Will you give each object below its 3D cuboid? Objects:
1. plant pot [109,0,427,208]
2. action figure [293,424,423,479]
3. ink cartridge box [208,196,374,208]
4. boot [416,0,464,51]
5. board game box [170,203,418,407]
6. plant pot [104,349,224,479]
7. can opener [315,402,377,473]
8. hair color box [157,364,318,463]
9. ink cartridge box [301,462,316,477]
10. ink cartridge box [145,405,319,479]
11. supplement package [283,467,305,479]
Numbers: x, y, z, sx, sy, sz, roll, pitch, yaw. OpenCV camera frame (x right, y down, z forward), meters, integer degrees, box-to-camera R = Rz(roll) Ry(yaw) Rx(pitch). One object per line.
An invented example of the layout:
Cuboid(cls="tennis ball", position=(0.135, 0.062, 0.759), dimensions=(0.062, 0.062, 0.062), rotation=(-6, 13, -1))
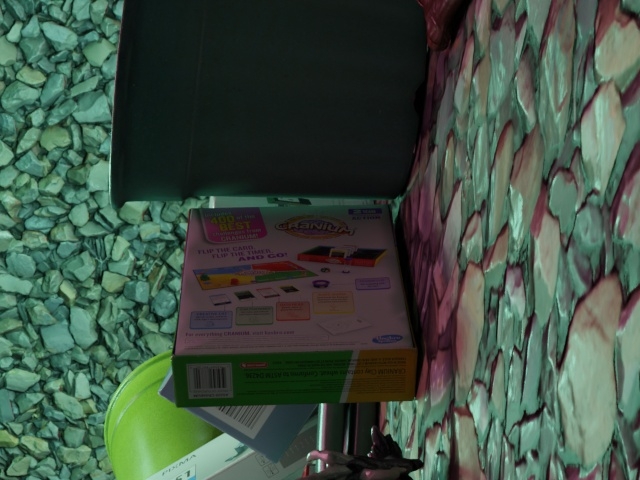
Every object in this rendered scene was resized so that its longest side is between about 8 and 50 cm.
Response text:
Cuboid(cls="plant pot", position=(-0.060, -0.188, 1.553), dimensions=(0.341, 0.334, 0.341), rotation=(-174, 90, -84))
Cuboid(cls="action figure", position=(0.038, 0.244, 1.082), dimensions=(0.276, 0.141, 0.164), rotation=(178, 87, -83))
Cuboid(cls="ink cartridge box", position=(-0.045, 0.017, 1.771), dimensions=(0.092, 0.219, 0.160), rotation=(-100, 16, -69))
Cuboid(cls="boot", position=(0.120, -0.255, 1.291), dimensions=(0.114, 0.037, 0.106), rotation=(100, 161, -66))
Cuboid(cls="board game box", position=(-0.030, 0.060, 1.434), dimensions=(0.316, 0.242, 0.064), rotation=(-93, 2, -62))
Cuboid(cls="plant pot", position=(-0.200, 0.427, 2.369), dimensions=(0.353, 0.366, 0.366), rotation=(-110, 26, -65))
Cuboid(cls="can opener", position=(0.033, 0.177, 1.542), dimensions=(0.093, 0.074, 0.280), rotation=(123, 152, -77))
Cuboid(cls="hair color box", position=(-0.090, 0.148, 1.885), dimensions=(0.113, 0.185, 0.374), rotation=(-56, 5, 18))
Cuboid(cls="ink cartridge box", position=(0.002, 0.373, 1.660), dimensions=(0.175, 0.072, 0.127), rotation=(104, 170, -56))
Cuboid(cls="ink cartridge box", position=(-0.119, 0.308, 1.967), dimensions=(0.066, 0.296, 0.261), rotation=(59, -178, -12))
Cuboid(cls="supplement package", position=(-0.117, 0.512, 2.104), dimensions=(0.199, 0.198, 0.262), rotation=(-93, 10, -67))
